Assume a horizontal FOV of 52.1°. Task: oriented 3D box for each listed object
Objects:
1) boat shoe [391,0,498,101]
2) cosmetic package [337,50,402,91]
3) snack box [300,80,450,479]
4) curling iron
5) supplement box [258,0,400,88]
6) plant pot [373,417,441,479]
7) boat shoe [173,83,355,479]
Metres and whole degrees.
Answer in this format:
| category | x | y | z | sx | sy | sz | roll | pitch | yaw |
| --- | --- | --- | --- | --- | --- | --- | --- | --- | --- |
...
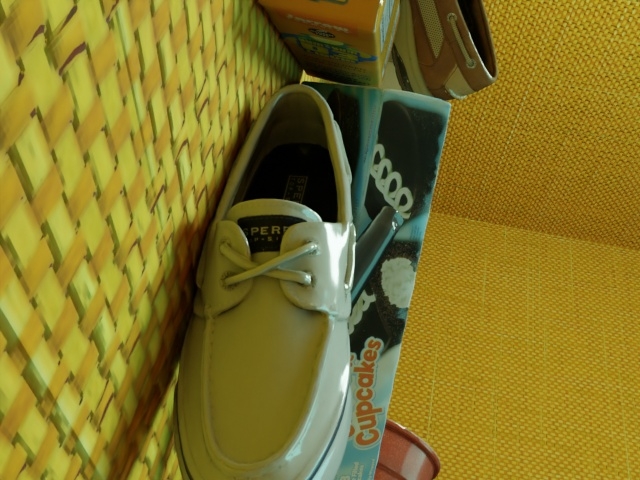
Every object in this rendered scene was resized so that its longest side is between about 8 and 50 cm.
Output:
| category | x | y | z | sx | sy | sz | roll | pitch | yaw |
| --- | --- | --- | --- | --- | --- | --- | --- | --- | --- |
| boat shoe | 0.140 | -0.321 | 0.748 | 0.122 | 0.119 | 0.324 | -31 | 112 | -49 |
| cosmetic package | 0.108 | -0.340 | 0.957 | 0.160 | 0.113 | 0.310 | 88 | 13 | -69 |
| snack box | 0.009 | 0.034 | 0.552 | 0.187 | 0.060 | 0.322 | -142 | -121 | -67 |
| curling iron | -0.025 | 0.092 | 0.413 | 0.274 | 0.035 | 0.068 | -60 | 161 | -12 |
| supplement box | 0.016 | -0.170 | 0.480 | 0.233 | 0.078 | 0.080 | -21 | 125 | -83 |
| plant pot | 0.027 | 0.443 | 1.036 | 0.272 | 0.272 | 0.265 | 94 | 16 | -53 |
| boat shoe | -0.023 | 0.015 | 0.360 | 0.088 | 0.096 | 0.268 | 85 | 13 | -47 |
